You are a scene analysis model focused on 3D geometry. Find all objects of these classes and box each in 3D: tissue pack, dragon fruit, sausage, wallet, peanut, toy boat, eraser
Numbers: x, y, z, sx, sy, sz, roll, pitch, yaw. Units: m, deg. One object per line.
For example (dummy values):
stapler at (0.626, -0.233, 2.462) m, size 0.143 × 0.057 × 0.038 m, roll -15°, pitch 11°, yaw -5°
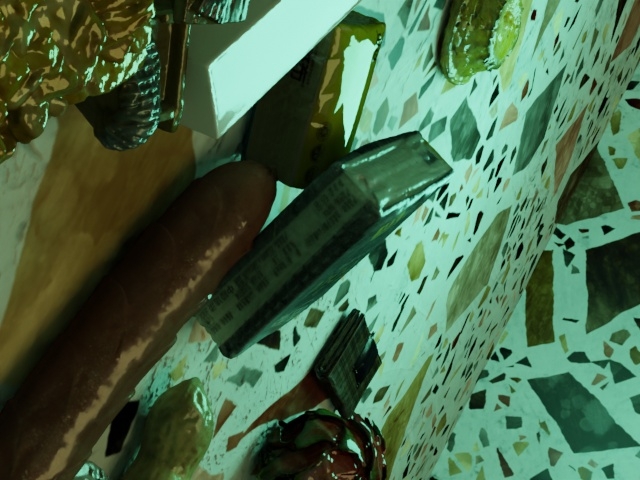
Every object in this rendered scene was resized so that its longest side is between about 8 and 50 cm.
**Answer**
tissue pack at (-0.004, -0.147, 0.913) m, size 0.120 × 0.082 × 0.169 m, roll -25°, pitch 135°, yaw -60°
dragon fruit at (0.002, 0.328, 1.324) m, size 0.182 × 0.188 × 0.182 m, roll 180°, pitch -90°, yaw -88°
sausage at (-0.166, 0.077, 0.779) m, size 0.433 × 0.088 × 0.088 m, roll -54°, pitch 156°, yaw -26°
wallet at (0.049, 0.202, 1.456) m, size 0.124 × 0.042 × 0.230 m, roll -56°, pitch 154°, yaw -17°
peanut at (-0.162, 0.230, 0.959) m, size 0.187 × 0.082 × 0.082 m, roll -67°, pitch 158°, yaw 4°
toy boat at (-0.098, -0.211, 0.589) m, size 0.089 × 0.121 × 0.321 m, roll -23°, pitch 134°, yaw -52°
tissue pack at (0.000, 0.000, 0.945) m, size 0.257 × 0.081 × 0.185 m, roll -44°, pitch 171°, yaw 33°
eraser at (-0.033, -0.212, 0.785) m, size 0.298 × 0.078 × 0.076 m, roll -51°, pitch 154°, yaw -33°

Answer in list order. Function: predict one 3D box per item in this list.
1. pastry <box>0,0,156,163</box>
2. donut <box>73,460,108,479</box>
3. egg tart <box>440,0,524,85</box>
pastry at (-0.195, -0.109, 0.470) m, size 0.250 × 0.102 × 0.154 m, roll -38°, pitch 145°, yaw -31°
donut at (-0.235, 0.258, 0.825) m, size 0.117 × 0.065 × 0.166 m, roll -23°, pitch 129°, yaw -62°
egg tart at (0.237, -0.310, 1.311) m, size 0.191 × 0.074 × 0.191 m, roll -45°, pitch 149°, yaw -38°
